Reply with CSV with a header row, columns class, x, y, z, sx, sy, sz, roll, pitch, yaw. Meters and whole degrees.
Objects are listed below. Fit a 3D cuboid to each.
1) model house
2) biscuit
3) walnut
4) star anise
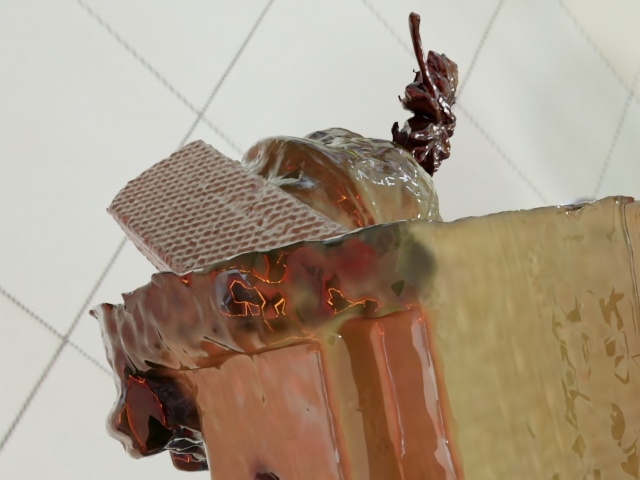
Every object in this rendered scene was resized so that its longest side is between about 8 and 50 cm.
class,x,y,z,sx,sy,sz,roll,pitch,yaw
model house,0.064,0.127,0.564,0.321,0.261,0.266,-7,80,-41
biscuit,-0.080,0.003,1.106,0.144,0.426,0.078,-37,120,-10
walnut,-0.002,0.002,1.363,0.253,0.277,0.282,43,73,-37
star anise,0.127,-0.160,1.435,0.234,0.073,0.177,23,78,-66
